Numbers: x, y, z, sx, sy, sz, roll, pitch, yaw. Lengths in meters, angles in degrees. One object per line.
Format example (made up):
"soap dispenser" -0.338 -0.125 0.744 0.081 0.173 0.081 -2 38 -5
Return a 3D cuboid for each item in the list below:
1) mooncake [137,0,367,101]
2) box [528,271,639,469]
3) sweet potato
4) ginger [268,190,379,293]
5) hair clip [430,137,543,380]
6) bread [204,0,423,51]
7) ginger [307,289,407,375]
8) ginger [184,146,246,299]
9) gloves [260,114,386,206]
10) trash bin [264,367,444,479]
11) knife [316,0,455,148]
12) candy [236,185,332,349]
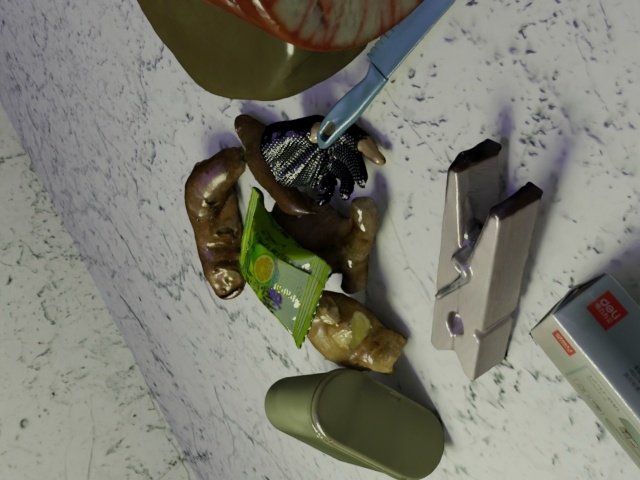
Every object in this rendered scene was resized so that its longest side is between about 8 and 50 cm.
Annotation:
"mooncake" -0.080 -0.358 0.947 0.378 0.200 0.379 40 149 30
"box" 0.335 0.164 0.820 0.269 0.079 0.135 53 174 14
"sweet potato" -0.079 -0.119 1.251 0.274 0.067 0.067 57 155 37
"ginger" -0.001 0.000 1.253 0.333 0.080 0.166 4 121 51
"hair clip" 0.195 0.040 0.966 0.101 0.085 0.331 42 152 35
"bread" 0.029 -0.331 0.677 0.114 0.295 0.328 40 127 31
"ginger" 0.048 0.147 1.259 0.216 0.102 0.157 40 157 -24
"ginger" -0.190 -0.038 1.489 0.133 0.107 0.310 -135 33 -52
"gloves" 0.015 -0.122 1.117 0.180 0.106 0.129 6 118 26
"trash bin" 0.045 0.304 1.335 0.243 0.121 0.247 31 159 -18
"knife" 0.073 -0.209 0.941 0.044 0.019 0.313 51 135 6
"candy" -0.070 0.036 1.218 0.246 0.069 0.149 43 126 41
